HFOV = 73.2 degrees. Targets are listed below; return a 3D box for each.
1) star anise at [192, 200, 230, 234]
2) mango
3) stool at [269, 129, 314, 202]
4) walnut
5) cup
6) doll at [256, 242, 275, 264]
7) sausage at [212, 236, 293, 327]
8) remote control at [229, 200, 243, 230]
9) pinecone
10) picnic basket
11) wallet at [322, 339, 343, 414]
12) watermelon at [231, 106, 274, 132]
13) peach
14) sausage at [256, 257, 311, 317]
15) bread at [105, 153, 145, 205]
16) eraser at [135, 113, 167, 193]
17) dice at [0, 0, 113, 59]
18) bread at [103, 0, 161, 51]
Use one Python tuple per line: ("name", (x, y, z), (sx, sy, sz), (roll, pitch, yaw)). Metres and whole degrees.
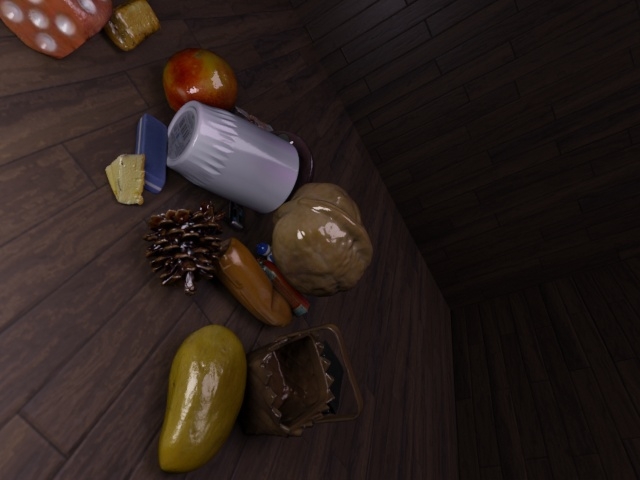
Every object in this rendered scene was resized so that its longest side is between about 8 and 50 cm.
("star anise", (-0.323, -0.065, 1.298), (0.190, 0.070, 0.098), (11, 87, -63))
("mango", (-0.262, 0.354, 0.995), (0.195, 0.142, 0.332), (36, 47, -42))
("stool", (-0.143, -0.258, 1.618), (0.178, 0.271, 0.272), (24, 47, -78))
("walnut", (0.000, 0.000, 1.432), (0.381, 0.381, 0.382), (45, 33, -40))
("cup", (-0.268, -0.252, 1.324), (0.371, 0.253, 0.254), (21, 51, -43))
("doll", (-0.175, 0.045, 1.512), (0.143, 0.057, 0.099), (34, 61, -48))
("sausage", (-0.200, 0.149, 1.308), (0.354, 0.115, 0.134), (56, 13, -30))
("remote control", (-0.284, -0.128, 1.463), (0.059, 0.028, 0.212), (35, 39, -44))
("pinecone", (-0.334, 0.027, 1.067), (0.185, 0.168, 0.213), (-12, 95, -23))
("picnic basket", (-0.058, 0.376, 1.173), (0.291, 0.320, 0.254), (-9, 82, -63))
("wallet", (0.025, 0.490, 1.561), (0.169, 0.052, 0.245), (61, 21, -14))
("watermelon", (-0.272, -0.457, 1.712), (0.241, 0.094, 0.154), (25, 40, -52))
("peach", (-0.377, -0.484, 1.351), (0.231, 0.230, 0.231), (45, 33, -40))
("sausage", (-0.135, 0.153, 1.475), (0.264, 0.083, 0.083), (52, 29, -28))
("bread", (-0.465, -0.147, 1.054), (0.084, 0.080, 0.109), (-16, 82, -63))
("eraser", (-0.464, -0.240, 1.183), (0.082, 0.036, 0.225), (31, 43, -52))
("dice", (-0.603, -0.543, 0.988), (0.179, 0.174, 0.174), (44, 32, -39))
("bread", (-0.557, -0.641, 1.271), (0.114, 0.083, 0.211), (58, 26, -32))
